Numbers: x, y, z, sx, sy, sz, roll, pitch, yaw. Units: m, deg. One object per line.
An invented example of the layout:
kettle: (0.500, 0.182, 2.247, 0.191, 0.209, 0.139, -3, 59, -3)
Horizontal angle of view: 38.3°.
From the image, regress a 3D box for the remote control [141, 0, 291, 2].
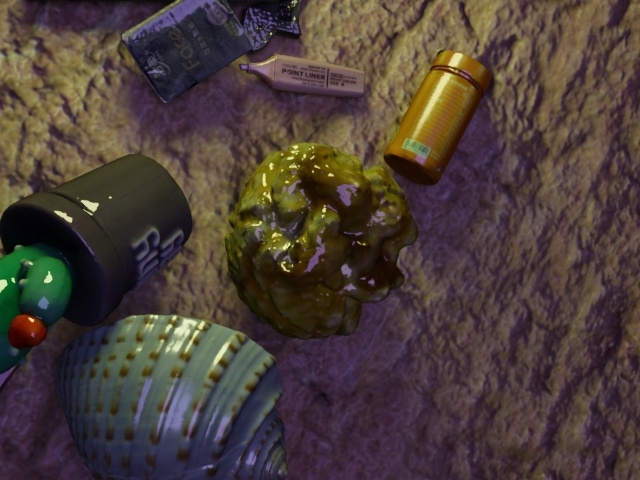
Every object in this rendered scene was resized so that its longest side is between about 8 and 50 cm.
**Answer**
remote control: (-0.228, -0.392, 1.311, 0.377, 0.044, 0.107, -3, 84, -13)

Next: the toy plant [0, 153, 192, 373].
toy plant: (-0.335, 0.042, 1.135, 0.400, 0.279, 0.185, -41, 123, -40)

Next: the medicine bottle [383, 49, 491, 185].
medicine bottle: (0.179, -0.187, 1.417, 0.096, 0.096, 0.192, 30, 80, -14)

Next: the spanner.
spanner: (-0.019, -0.413, 1.400, 0.093, 0.026, 0.325, 34, 77, -13)

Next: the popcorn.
popcorn: (-0.004, 0.006, 1.283, 0.282, 0.247, 0.282, -4, 100, -22)

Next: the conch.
conch: (-0.199, 0.250, 1.197, 0.319, 0.303, 0.215, 3, 43, -3)

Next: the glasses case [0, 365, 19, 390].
glasses case: (-0.473, 0.209, 1.232, 0.064, 0.041, 0.170, 36, 78, -12)

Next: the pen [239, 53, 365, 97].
pen: (-0.027, -0.249, 1.388, 0.197, 0.032, 0.053, 4, 88, -19)

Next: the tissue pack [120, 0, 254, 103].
tissue pack: (-0.187, -0.281, 1.304, 0.156, 0.051, 0.112, -33, 114, -1)
